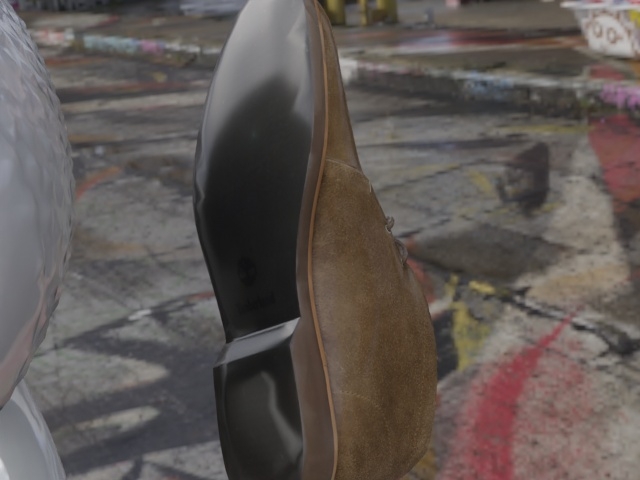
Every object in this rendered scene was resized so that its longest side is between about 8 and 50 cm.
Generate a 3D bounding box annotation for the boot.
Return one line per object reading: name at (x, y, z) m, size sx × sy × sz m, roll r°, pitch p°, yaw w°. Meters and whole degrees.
boot at (0.000, 0.000, 0.613) m, size 0.115 × 0.305 × 0.112 m, roll 1°, pitch -8°, yaw -37°

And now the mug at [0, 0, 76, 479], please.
mug at (-0.231, 0.020, 0.503) m, size 0.276 × 0.374 × 0.328 m, roll -31°, pitch 26°, yaw -8°
